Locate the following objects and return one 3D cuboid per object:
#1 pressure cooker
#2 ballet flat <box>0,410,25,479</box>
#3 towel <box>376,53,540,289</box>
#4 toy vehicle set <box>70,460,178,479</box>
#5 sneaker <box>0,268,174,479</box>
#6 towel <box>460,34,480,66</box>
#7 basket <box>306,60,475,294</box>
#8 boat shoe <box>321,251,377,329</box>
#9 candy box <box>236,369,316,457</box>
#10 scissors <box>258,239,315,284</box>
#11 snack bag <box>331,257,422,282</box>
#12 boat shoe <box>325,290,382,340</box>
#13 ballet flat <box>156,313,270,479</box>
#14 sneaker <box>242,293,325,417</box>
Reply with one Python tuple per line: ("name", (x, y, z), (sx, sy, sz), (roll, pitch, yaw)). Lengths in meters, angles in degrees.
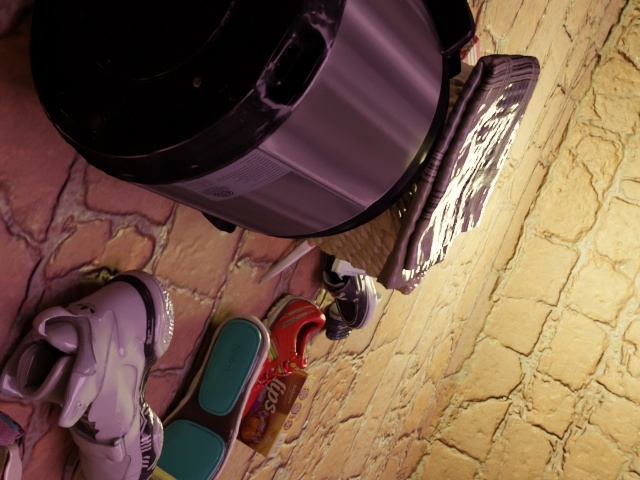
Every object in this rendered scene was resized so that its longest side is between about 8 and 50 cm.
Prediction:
("pressure cooker", (-0.059, -0.189, 0.925), (0.420, 0.370, 0.375), (23, 89, -59))
("ballet flat", (-0.428, 0.326, 1.054), (0.077, 0.079, 0.221), (-10, 122, -62))
("towel", (0.201, -0.095, 1.106), (0.312, 0.056, 0.324), (-26, 142, -64))
("toy vehicle set", (-0.335, 0.452, 1.253), (0.266, 0.166, 0.035), (-64, 155, 1))
("sneaker", (-0.322, 0.226, 1.112), (0.210, 0.137, 0.365), (-17, 123, -58))
("towel", (0.323, -0.376, 1.947), (0.197, 0.029, 0.144), (-54, 154, -16))
("basket", (0.075, -0.138, 1.318), (0.266, 0.328, 0.331), (-54, 154, -18))
("boat shoe", (0.049, 0.077, 1.731), (0.102, 0.108, 0.301), (-35, 137, -38))
("candy box", (-0.100, 0.336, 1.680), (0.186, 0.109, 0.053), (-63, 155, -1))
("scissors", (0.000, 0.000, 1.594), (0.109, 0.021, 0.297), (45, 67, -23))
("snack bag", (0.170, -0.073, 1.693), (0.323, 0.037, 0.342), (11, 98, -51))
("boat shoe", (0.074, 0.172, 1.934), (0.183, 0.065, 0.083), (-20, 133, -50))
("ballet flat", (-0.201, 0.318, 1.465), (0.400, 0.139, 0.139), (-63, 156, -6))
("sneaker", (-0.088, 0.231, 1.591), (0.279, 0.118, 0.107), (-56, 154, -17))
